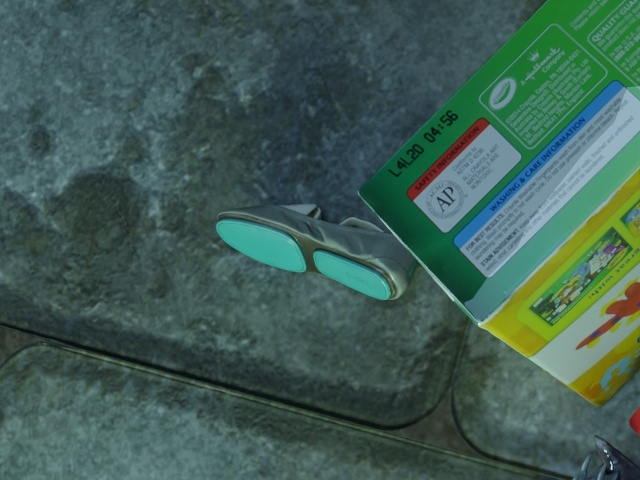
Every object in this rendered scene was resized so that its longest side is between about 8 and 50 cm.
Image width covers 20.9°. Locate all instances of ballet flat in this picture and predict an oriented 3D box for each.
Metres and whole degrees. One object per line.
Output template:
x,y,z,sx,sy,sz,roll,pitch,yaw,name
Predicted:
0.000,0.000,1.696,0.213,0.072,0.068,19,56,26,ballet flat

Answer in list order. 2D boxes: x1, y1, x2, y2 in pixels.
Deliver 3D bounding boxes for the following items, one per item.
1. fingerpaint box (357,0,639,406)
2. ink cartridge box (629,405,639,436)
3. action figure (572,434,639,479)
0.291,-0.098,1.417,0.445,0.371,0.163,-45,63,6,fingerpaint box
0.382,0.115,1.456,0.134,0.078,0.231,50,121,27,ink cartridge box
0.199,0.316,1.482,0.285,0.099,0.185,-50,40,-7,action figure
